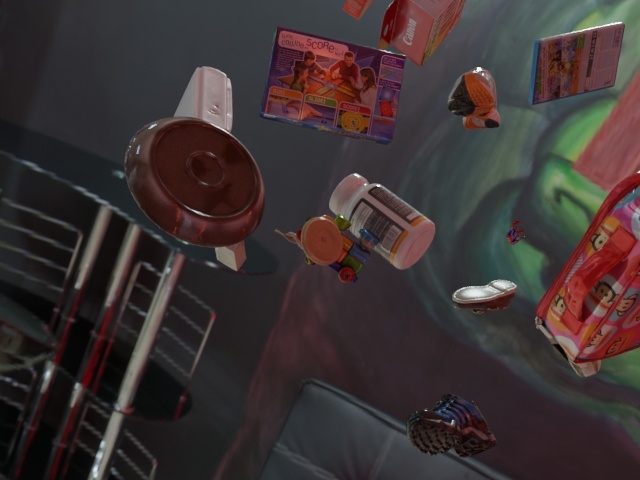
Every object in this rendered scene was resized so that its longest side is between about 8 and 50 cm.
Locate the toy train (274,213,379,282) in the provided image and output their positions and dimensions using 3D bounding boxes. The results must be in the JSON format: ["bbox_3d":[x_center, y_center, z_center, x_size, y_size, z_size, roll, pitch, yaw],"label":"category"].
[{"bbox_3d":[0.022,-0.011,2.056,0.248,0.143,0.105,35,9,-7],"label":"toy train"}]

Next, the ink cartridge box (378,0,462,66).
[{"bbox_3d":[0.297,-0.645,2.264,0.130,0.272,0.309,38,-10,8],"label":"ink cartridge box"}]

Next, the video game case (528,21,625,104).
[{"bbox_3d":[0.442,-0.306,1.366,0.166,0.119,0.015,-14,40,-12],"label":"video game case"}]

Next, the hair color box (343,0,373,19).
[{"bbox_3d":[0.101,-0.528,1.615,0.043,0.072,0.141,36,-33,0],"label":"hair color box"}]

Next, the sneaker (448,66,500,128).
[{"bbox_3d":[0.330,-0.328,1.703,0.099,0.121,0.262,-3,-10,16],"label":"sneaker"}]

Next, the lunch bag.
[{"bbox_3d":[0.418,0.038,1.042,0.258,0.293,0.120,-12,49,-31],"label":"lunch bag"}]

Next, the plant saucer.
[{"bbox_3d":[-0.239,-0.133,1.600,0.310,0.050,0.310,19,52,-26],"label":"plant saucer"}]

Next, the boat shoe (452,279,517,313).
[{"bbox_3d":[0.433,0.160,2.087,0.228,0.069,0.081,-9,27,-36],"label":"boat shoe"}]

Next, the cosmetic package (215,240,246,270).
[{"bbox_3d":[-0.205,0.020,1.791,0.060,0.041,0.115,30,-22,9],"label":"cosmetic package"}]

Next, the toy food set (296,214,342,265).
[{"bbox_3d":[0.000,0.000,1.284,0.082,0.083,0.020,-10,-6,-35],"label":"toy food set"}]

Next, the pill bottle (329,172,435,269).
[{"bbox_3d":[0.167,-0.058,2.186,0.278,0.162,0.162,39,16,25],"label":"pill bottle"}]

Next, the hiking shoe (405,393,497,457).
[{"bbox_3d":[0.284,0.419,1.820,0.304,0.113,0.132,27,37,-46],"label":"hiking shoe"}]

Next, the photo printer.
[{"bbox_3d":[-0.323,-0.245,1.975,0.107,0.307,0.256,17,41,-22],"label":"photo printer"}]

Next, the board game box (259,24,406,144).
[{"bbox_3d":[0.019,-0.230,1.175,0.201,0.136,0.035,11,-7,-10],"label":"board game box"}]

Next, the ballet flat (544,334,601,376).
[{"bbox_3d":[0.642,0.268,1.970,0.342,0.116,0.124,40,28,-49],"label":"ballet flat"}]

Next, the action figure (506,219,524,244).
[{"bbox_3d":[0.476,-0.015,1.929,0.038,0.030,0.115,63,-6,17],"label":"action figure"}]
